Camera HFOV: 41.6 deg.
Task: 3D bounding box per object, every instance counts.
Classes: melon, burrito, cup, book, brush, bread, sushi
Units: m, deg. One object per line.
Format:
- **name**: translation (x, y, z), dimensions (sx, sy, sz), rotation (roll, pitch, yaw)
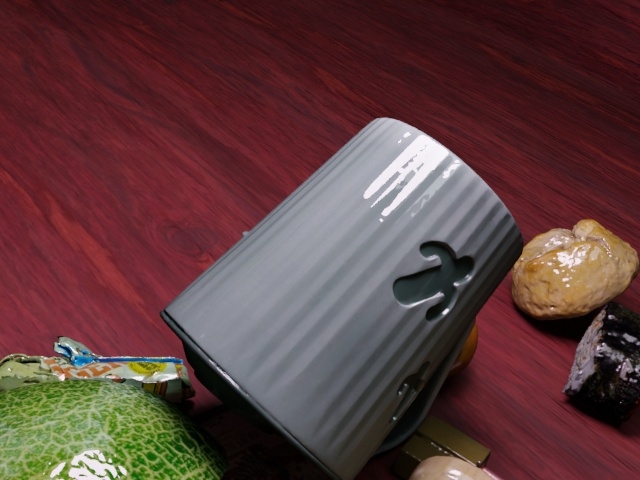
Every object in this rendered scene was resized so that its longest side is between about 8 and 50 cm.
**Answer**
- **melon**: translation (-0.275, 0.272, 0.920), dimensions (0.331, 0.226, 0.343), rotation (16, 40, 41)
- **burrito**: translation (-0.318, 0.181, 1.176), dimensions (0.288, 0.054, 0.104), rotation (3, 31, -15)
- **cup**: translation (0.036, 0.088, 1.095), dimensions (0.310, 0.401, 0.392), rotation (41, 81, 18)
- **book**: translation (-0.084, 0.297, 1.100), dimensions (0.157, 0.026, 0.231), rotation (-19, 42, -41)
- **brush**: translation (0.222, 0.332, 1.135), dimensions (0.233, 0.047, 0.103), rotation (28, 34, 23)
- **bread**: translation (0.454, 0.049, 1.548), dimensions (0.244, 0.134, 0.244), rotation (-24, 11, 5)
- **sushi**: translation (0.486, 0.193, 1.379), dimensions (0.126, 0.136, 0.225), rotation (33, 31, 17)

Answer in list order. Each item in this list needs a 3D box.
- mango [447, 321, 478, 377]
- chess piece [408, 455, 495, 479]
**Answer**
- **mango**: translation (0.121, 0.139, 1.332), dimensions (0.254, 0.139, 0.175), rotation (10, 14, 13)
- **chess piece**: translation (0.116, 0.386, 0.945), dimensions (0.137, 0.137, 0.301), rotation (22, 35, 15)
